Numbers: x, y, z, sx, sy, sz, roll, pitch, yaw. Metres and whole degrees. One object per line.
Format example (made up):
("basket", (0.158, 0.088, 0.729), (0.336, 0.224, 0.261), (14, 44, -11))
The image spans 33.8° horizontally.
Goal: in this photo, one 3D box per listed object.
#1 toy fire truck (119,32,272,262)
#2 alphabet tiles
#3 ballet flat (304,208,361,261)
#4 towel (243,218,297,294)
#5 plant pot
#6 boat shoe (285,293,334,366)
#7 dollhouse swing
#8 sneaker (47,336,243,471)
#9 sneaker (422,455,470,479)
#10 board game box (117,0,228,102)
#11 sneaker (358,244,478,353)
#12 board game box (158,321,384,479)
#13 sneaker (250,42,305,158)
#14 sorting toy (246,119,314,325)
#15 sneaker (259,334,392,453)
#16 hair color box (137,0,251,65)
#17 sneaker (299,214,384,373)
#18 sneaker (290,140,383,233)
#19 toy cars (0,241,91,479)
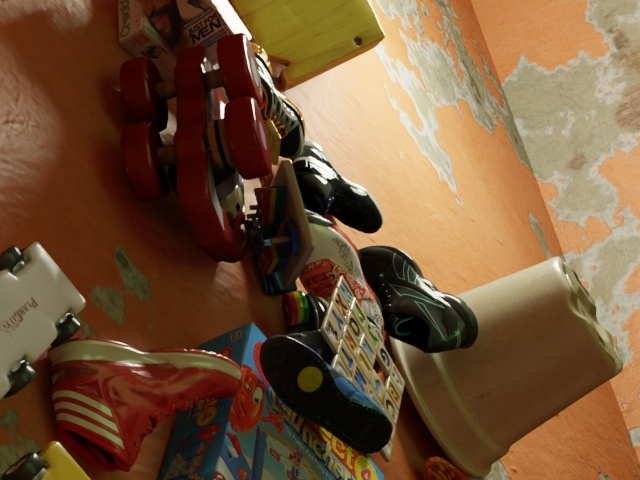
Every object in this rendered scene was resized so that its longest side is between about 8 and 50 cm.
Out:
("toy fire truck", (-0.141, -0.105, 1.376), (0.254, 0.169, 0.302), (70, 8, -49))
("alphabet tiles", (0.056, 0.181, 1.439), (0.198, 0.009, 0.237), (60, 21, -17))
("ballet flat", (0.000, 0.000, 1.707), (0.173, 0.049, 0.057), (37, 67, -40))
("towel", (-0.074, 0.023, 1.525), (0.067, 0.029, 0.119), (8, 58, -64))
("plant pot", (0.333, 0.195, 1.812), (0.334, 0.305, 0.334), (51, 20, -27))
("boat shoe", (-0.022, 0.153, 1.431), (0.079, 0.084, 0.233), (34, 33, -28))
("dollhouse swing", (-0.088, -0.457, 1.962), (0.315, 0.305, 0.346), (-30, 95, -26))
("sneaker", (-0.176, 0.177, 1.073), (0.221, 0.087, 0.128), (11, 63, -34))
("sneaker", (0.211, 0.399, 1.720), (0.175, 0.064, 0.067), (50, 4, -38))
("board game box", (-0.222, -0.360, 1.580), (0.193, 0.053, 0.305), (37, 35, -45))
("sneaker", (0.131, 0.094, 1.709), (0.106, 0.101, 0.267), (-23, 42, -36))
("board game box", (-0.048, 0.305, 1.212), (0.308, 0.086, 0.302), (52, 26, -26))
("sneaker", (-0.090, -0.202, 1.642), (0.083, 0.084, 0.215), (-87, 152, -47))
("sorting toy", (-0.062, -0.028, 1.429), (0.046, 0.132, 0.274), (-7, 67, -19))
("sneaker", (-0.003, 0.180, 1.264), (0.209, 0.069, 0.082), (41, -3, -25))
("hair color box", (-0.182, -0.317, 1.436), (0.167, 0.093, 0.053), (55, 25, -16))
("sneaker", (0.026, 0.092, 1.562), (0.145, 0.090, 0.270), (-92, 157, -46))
("sneaker", (0.019, -0.057, 1.760), (0.217, 0.079, 0.121), (43, 33, -25))
("toy cars", (-0.272, 0.166, 0.889), (0.176, 0.087, 0.393), (32, 35, -48))
